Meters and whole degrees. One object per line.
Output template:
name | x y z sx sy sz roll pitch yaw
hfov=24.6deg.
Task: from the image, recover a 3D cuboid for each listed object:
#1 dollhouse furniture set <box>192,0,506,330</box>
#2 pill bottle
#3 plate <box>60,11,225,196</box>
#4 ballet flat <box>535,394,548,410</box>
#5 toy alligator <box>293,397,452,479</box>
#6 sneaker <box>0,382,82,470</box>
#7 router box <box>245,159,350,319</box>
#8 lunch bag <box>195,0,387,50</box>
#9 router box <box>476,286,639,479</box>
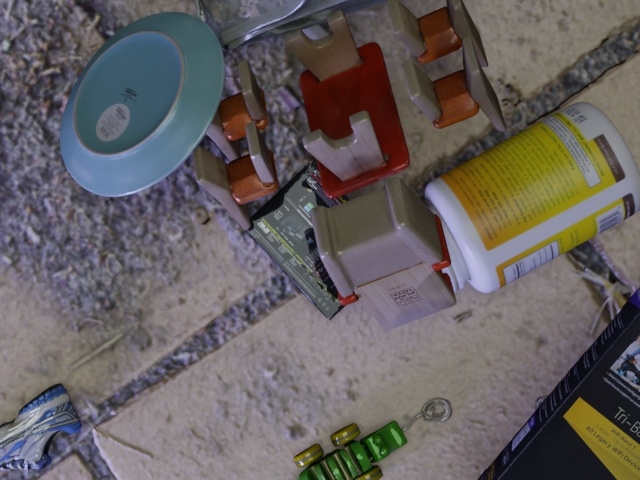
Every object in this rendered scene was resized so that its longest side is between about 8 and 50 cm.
dollhouse furniture set | 0.037 -0.067 1.282 0.262 0.135 0.259 -21 54 14
pill bottle | 0.177 -0.030 1.339 0.215 0.117 0.117 -28 88 -3
plate | -0.169 -0.129 1.326 0.188 0.024 0.188 -15 60 27
ballet flat | 0.400 0.069 1.293 0.483 0.164 0.182 -33 73 13
toy alligator | 0.040 0.197 1.356 0.189 0.051 0.056 -29 88 -3
sneaker | -0.279 0.193 1.351 0.135 0.052 0.058 -37 93 -2
router box | 0.000 0.000 1.373 0.092 0.038 0.122 -43 89 -3
lunch bag | -0.006 -0.321 1.329 0.287 0.169 0.235 -18 91 5
router box | 0.315 0.219 1.204 0.309 0.081 0.243 39 103 2
